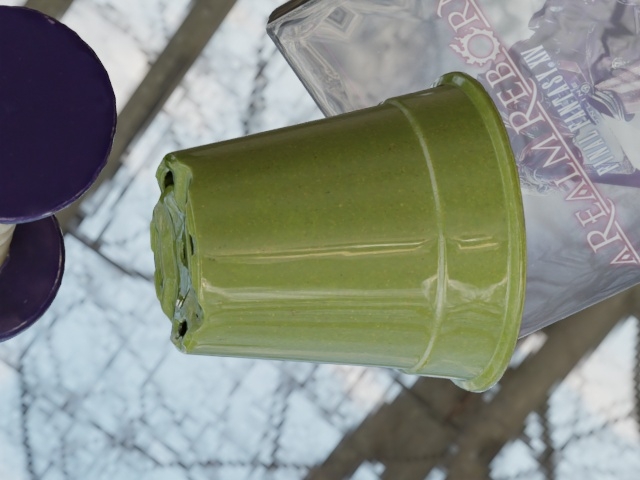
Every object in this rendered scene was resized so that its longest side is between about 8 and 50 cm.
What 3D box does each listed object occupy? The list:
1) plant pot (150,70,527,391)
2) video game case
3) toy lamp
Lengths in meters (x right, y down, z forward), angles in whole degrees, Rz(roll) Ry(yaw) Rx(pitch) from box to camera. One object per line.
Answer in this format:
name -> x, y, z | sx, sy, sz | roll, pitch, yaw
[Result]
plant pot -> 0.000, 0.000, 0.505 | 0.079, 0.083, 0.083 | -3, -151, -16
video game case -> 0.141, -0.081, 0.871 | 0.196, 0.274, 0.026 | 54, -157, -20
toy lamp -> -0.127, -0.009, 0.747 | 0.080, 0.080, 0.274 | 36, 164, -2
